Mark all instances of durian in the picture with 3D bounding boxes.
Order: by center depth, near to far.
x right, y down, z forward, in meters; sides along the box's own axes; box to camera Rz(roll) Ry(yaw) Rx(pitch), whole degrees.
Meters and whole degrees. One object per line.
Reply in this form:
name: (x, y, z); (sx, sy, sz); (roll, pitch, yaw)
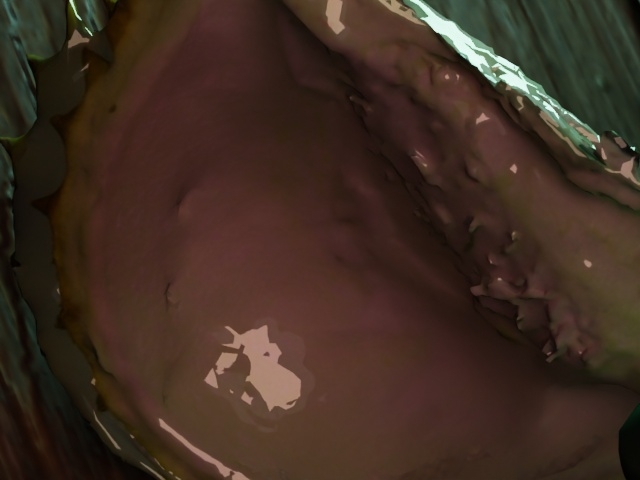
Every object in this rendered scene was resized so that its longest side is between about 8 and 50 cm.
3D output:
durian: (0.002, 0.014, 0.548); (0.305, 0.185, 0.195); (40, 92, -10)

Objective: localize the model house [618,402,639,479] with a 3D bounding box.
model house: (0.090, 0.255, 0.388); (0.334, 0.343, 0.382); (38, 37, -42)
